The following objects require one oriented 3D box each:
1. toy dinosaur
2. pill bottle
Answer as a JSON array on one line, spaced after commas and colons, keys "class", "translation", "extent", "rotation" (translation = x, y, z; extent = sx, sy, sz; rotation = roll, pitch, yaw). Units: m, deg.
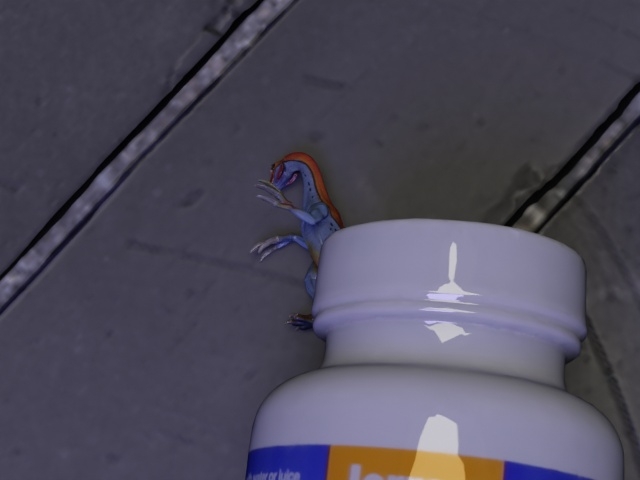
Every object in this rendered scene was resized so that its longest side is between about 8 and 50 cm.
[{"class": "toy dinosaur", "translation": [0.000, 0.000, 0.728], "extent": [0.090, 0.047, 0.082], "rotation": [17, 64, -23]}, {"class": "pill bottle", "translation": [0.041, 0.135, 0.615], "extent": [0.152, 0.152, 0.272], "rotation": [4, 75, 7]}]
